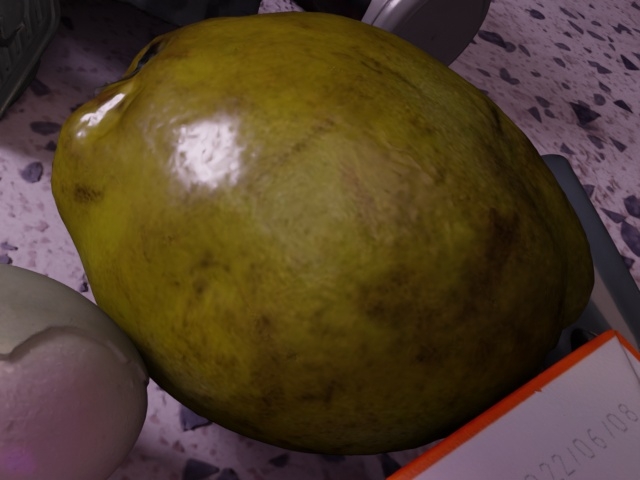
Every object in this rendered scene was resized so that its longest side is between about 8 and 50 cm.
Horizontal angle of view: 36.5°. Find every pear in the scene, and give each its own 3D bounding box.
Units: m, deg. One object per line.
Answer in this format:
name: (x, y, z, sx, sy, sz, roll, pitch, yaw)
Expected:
pear: (0.000, 0.000, 0.762, 0.414, 0.352, 0.352, 27, 38, 0)

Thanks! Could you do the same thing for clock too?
clock: (-0.216, -0.313, 1.064, 0.325, 0.067, 0.325, 23, 15, -7)

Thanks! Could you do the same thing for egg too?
egg: (-0.214, 0.100, 0.616, 0.217, 0.183, 0.183, -4, 50, -26)

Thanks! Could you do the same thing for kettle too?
kettle: (0.269, 0.054, 1.063, 0.243, 0.160, 0.211, 61, 17, 22)

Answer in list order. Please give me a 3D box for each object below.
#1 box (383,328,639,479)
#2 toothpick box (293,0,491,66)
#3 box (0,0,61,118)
box: (0.141, 0.292, 0.605, 0.349, 0.256, 0.318, -22, 62, -45)
toothpick box: (0.064, -0.373, 1.294, 0.229, 0.229, 0.316, -14, 57, -43)
box: (-0.328, -0.225, 0.845, 0.135, 0.243, 0.163, 23, 65, 1)
